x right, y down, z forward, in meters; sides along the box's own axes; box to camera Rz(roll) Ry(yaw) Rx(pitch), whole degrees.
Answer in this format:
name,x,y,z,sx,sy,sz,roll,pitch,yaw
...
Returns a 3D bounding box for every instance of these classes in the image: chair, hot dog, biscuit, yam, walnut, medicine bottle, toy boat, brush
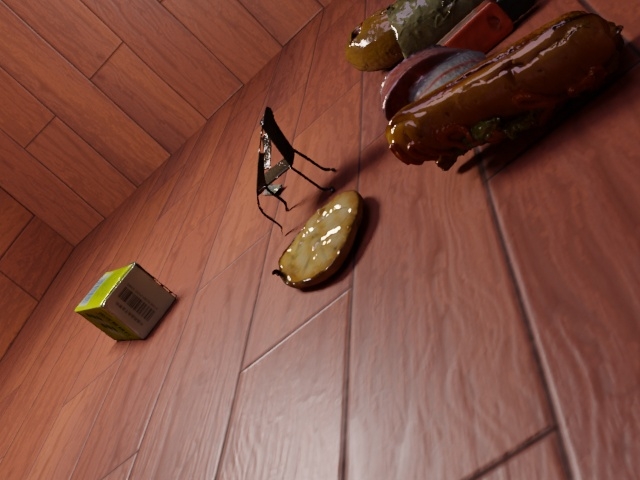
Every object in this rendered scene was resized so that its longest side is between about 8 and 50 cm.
name,x,y,z,sx,sy,sz,roll,pitch,yaw
chair,-0.084,-0.150,1.651,0.149,0.213,0.174,-34,20,18
hot dog,0.252,-0.191,1.128,0.348,0.117,0.158,-27,-2,30
biscuit,0.003,0.004,1.405,0.203,0.041,0.260,-41,20,8
yam,0.254,-0.452,1.609,0.304,0.168,0.168,-34,22,29
walnut,0.152,-0.470,1.927,0.245,0.137,0.137,-15,35,42
medicine bottle,-0.476,0.152,2.000,0.141,0.137,0.250,-54,20,-24
toy boat,0.212,-0.243,1.404,0.206,0.096,0.282,-30,30,6
brush,0.260,-0.355,1.537,0.323,0.070,0.051,-40,18,30

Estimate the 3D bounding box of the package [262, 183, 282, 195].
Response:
name,x,y,z,sx,sy,sz,roll,pitch,yaw
package,-0.114,-0.120,1.957,0.037,0.015,0.110,-55,18,-7
